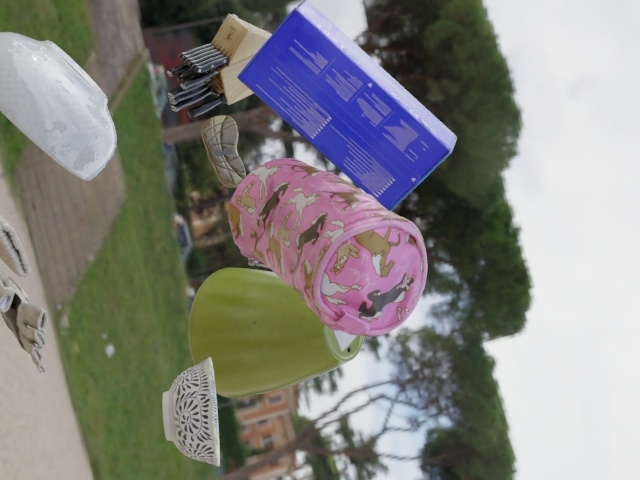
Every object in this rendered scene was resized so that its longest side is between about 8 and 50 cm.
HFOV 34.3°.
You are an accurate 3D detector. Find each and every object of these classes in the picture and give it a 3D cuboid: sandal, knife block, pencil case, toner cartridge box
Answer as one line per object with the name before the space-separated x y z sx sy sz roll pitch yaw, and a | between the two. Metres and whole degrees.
sandal | -0.189 -0.169 2.021 0.049 0.072 0.180 108 -30 -55
knife block | -0.191 -0.354 2.261 0.088 0.275 0.242 45 -70 38
pencil case | 0.000 0.000 1.431 0.386 0.160 0.167 -147 -131 -63
toner cartridge box | 0.046 -0.224 1.749 0.348 0.165 0.075 42 30 -7

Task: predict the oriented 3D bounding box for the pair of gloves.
pair of gloves | -0.385 0.025 1.209 0.204 0.042 0.240 40 -31 36

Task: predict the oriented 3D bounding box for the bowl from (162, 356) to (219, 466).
bowl | -0.202 0.269 1.614 0.170 0.080 0.170 176 -90 -85

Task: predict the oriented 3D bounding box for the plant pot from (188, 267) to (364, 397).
plant pot | -0.068 0.179 2.105 0.293 0.274 0.275 -7 -81 37

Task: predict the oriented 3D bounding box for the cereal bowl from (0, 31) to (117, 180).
cereal bowl | -0.514 -0.278 1.999 0.339 0.141 0.339 47 2 -2
